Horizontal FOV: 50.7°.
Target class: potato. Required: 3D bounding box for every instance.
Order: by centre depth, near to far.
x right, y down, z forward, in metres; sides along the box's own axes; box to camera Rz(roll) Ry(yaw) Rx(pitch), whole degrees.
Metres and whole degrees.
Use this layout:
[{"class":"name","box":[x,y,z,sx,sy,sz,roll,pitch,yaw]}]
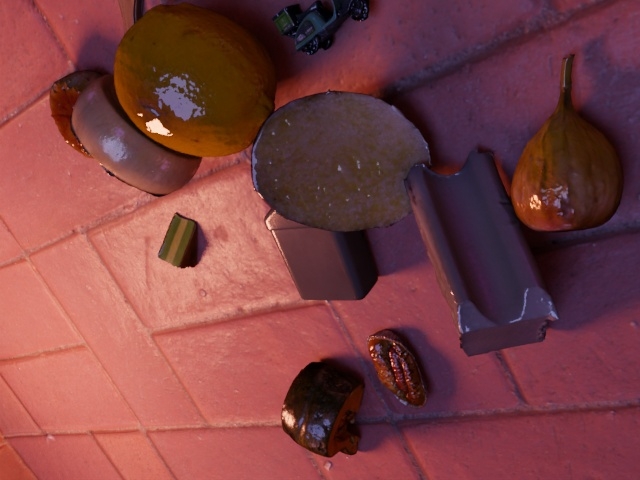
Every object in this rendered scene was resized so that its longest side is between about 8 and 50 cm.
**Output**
[{"class":"potato","box":[0.033,-0.143,1.148,0.299,0.116,0.239,2,114,-5]}]

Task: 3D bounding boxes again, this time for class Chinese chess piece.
[{"class":"Chinese chess piece","box":[-0.348,-0.202,1.300,0.257,0.257,0.104,44,109,1]}]

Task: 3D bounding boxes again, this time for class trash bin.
[{"class":"trash bin","box":[0.000,0.000,1.309,0.177,0.101,0.236,-5,118,34]}]

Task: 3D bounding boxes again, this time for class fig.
[{"class":"fig","box":[0.352,-0.134,0.971,0.159,0.159,0.257,5,105,32]}]

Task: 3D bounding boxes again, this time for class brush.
[{"class":"brush","box":[-0.374,-0.449,1.286,0.070,0.065,0.327,17,129,21]}]

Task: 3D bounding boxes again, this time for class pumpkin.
[{"class":"pumpkin","box":[0.022,0.391,1.567,0.139,0.190,0.280,18,171,23]}]

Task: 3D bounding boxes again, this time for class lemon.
[{"class":"lemon","box":[-0.211,-0.272,1.167,0.284,0.260,0.260,2,122,12]}]

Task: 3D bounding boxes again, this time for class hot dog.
[{"class":"hot dog","box":[0.163,0.272,1.410,0.099,0.053,0.192,-13,109,43]}]

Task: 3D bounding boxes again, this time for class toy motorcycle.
[{"class":"toy motorcycle","box":[0.005,-0.367,1.087,0.173,0.058,0.100,-25,98,44]}]

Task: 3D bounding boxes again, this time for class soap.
[{"class":"soap","box":[0.269,0.035,1.147,0.159,0.258,0.302,-18,67,10]}]

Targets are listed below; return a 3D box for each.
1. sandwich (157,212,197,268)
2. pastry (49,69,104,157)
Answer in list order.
[{"class":"sandwich","box":[-0.319,0.001,1.586,0.074,0.074,0.116,25,98,19]},{"class":"pastry","box":[-0.497,-0.271,1.466,0.182,0.093,0.192,-8,114,35]}]
